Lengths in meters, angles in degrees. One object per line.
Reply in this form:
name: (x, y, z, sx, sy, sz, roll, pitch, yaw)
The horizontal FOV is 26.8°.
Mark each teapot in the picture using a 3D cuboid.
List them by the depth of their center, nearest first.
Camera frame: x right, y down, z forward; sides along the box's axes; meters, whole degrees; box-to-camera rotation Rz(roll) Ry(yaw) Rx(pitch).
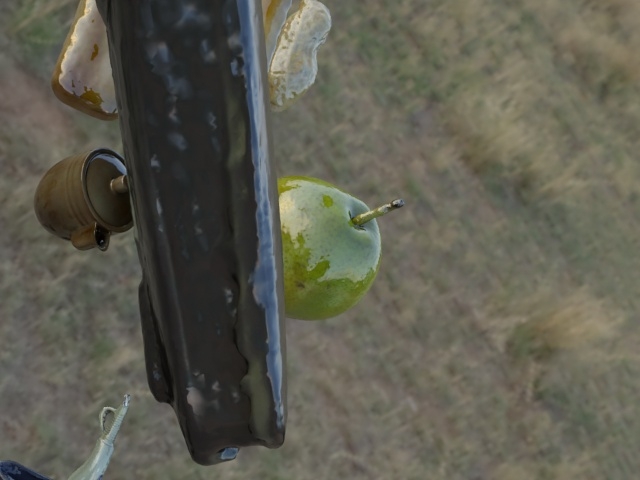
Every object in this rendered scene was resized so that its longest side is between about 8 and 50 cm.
teapot: (-0.162, -0.016, 1.022, 0.110, 0.080, 0.085, 34, 50, -48)

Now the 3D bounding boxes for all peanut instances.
peanut: (-0.036, -0.257, 1.892, 0.080, 0.174, 0.080, 25, -6, 3)

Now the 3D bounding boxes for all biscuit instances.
biscuit: (-0.165, -0.237, 1.557, 0.237, 0.062, 0.291, 22, 61, -16)

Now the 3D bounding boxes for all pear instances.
pear: (0.000, 0.000, 1.566, 0.180, 0.216, 0.166, 37, 41, -32)

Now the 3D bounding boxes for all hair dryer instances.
hair dryer: (-0.222, 0.279, 1.363, 0.167, 0.199, 0.067, 50, 6, 17)

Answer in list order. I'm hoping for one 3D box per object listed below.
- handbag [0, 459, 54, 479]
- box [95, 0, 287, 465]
handbag: (-0.344, 0.437, 1.639, 0.329, 0.303, 0.122, 30, 32, -26)
box: (-0.082, -0.078, 0.841, 0.359, 0.091, 0.350, -112, -164, -69)
